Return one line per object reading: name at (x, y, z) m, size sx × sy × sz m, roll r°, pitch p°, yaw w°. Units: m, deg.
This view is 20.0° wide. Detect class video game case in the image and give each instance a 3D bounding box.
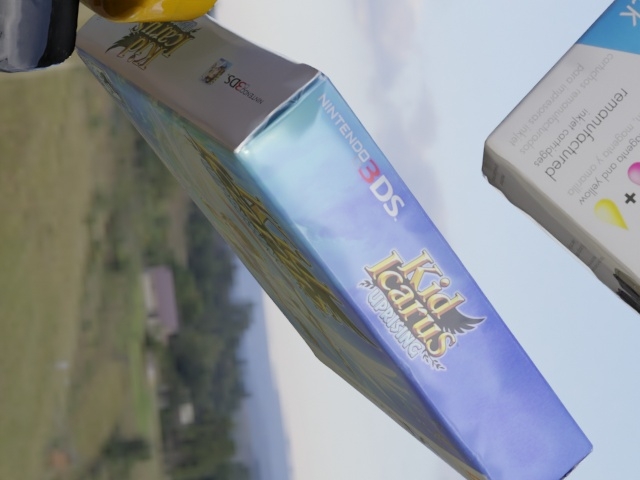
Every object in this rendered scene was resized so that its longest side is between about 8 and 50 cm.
video game case at (0.000, 0.000, 0.966) m, size 0.269 × 0.061 × 0.244 m, roll 53°, pitch -10°, yaw -29°

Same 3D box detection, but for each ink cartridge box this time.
ink cartridge box at (0.156, -0.006, 0.624) m, size 0.181 × 0.104 × 0.061 m, roll 42°, pitch -4°, yaw 8°

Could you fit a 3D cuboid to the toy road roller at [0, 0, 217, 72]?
toy road roller at (-0.121, -0.211, 0.869) m, size 0.329 × 0.240 × 0.202 m, roll 39°, pitch -53°, yaw 52°
